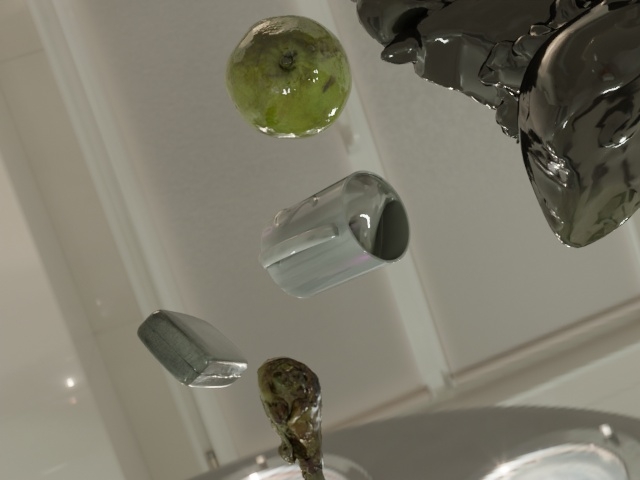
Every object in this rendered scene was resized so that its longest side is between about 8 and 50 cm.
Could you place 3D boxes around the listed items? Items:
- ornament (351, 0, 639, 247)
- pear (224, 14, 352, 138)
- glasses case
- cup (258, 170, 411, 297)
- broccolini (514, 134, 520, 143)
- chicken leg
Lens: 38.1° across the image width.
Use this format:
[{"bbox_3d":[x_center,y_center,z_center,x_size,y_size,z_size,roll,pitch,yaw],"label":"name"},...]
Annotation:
[{"bbox_3d":[0.119,-0.154,0.416,0.251,0.106,0.260,-34,-127,-6],"label":"ornament"},{"bbox_3d":[-0.053,-0.270,1.537,0.212,0.212,0.269,-19,-176,-1],"label":"pear"},{"bbox_3d":[-0.215,0.192,1.618,0.074,0.131,0.323,-46,168,-1],"label":"glasses case"},{"bbox_3d":[0.001,-0.009,0.947,0.136,0.099,0.133,20,149,-38],"label":"cup"},{"bbox_3d":[0.234,-0.167,1.131,0.068,0.091,0.203,-28,-149,0],"label":"broccolini"},{"bbox_3d":[-0.025,0.217,1.043,0.070,0.178,0.093,-9,-166,17],"label":"chicken leg"}]
